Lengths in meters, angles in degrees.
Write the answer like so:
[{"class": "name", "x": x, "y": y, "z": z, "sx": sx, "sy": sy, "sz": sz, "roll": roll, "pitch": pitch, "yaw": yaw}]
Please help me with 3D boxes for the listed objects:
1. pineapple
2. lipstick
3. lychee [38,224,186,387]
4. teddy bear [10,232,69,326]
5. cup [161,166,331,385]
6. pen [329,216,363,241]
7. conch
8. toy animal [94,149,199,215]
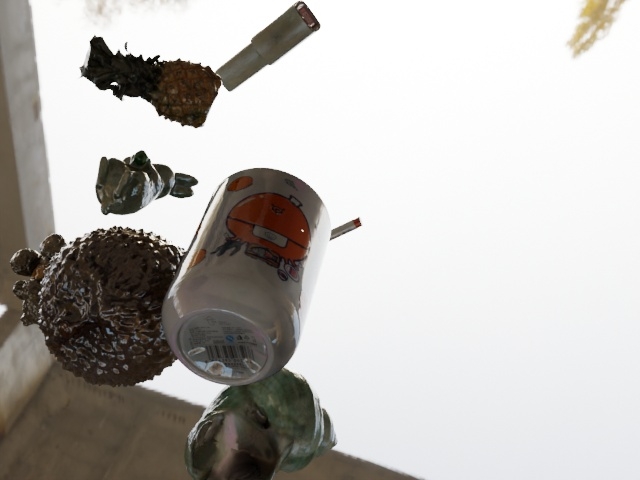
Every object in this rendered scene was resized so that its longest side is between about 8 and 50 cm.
[{"class": "pineapple", "x": -0.311, "y": -0.295, "z": 1.416, "sx": 0.248, "sy": 0.128, "sz": 0.128, "roll": 18, "pitch": -143, "yaw": -17}, {"class": "lipstick", "x": -0.120, "y": -0.422, "z": 1.705, "sx": 0.077, "sy": 0.253, "sz": 0.079, "roll": 52, "pitch": -150, "yaw": -12}, {"class": "lychee", "x": -0.345, "y": 0.109, "z": 1.356, "sx": 0.300, "sy": 0.300, "sz": 0.300, "roll": 6, "pitch": -140, "yaw": -5}, {"class": "teddy bear", "x": -0.590, "y": 0.098, "z": 1.684, "sx": 0.177, "sy": 0.140, "sz": 0.190, "roll": -23, "pitch": -134, "yaw": 27}, {"class": "cup", "x": -0.110, "y": 0.059, "z": 1.184, "sx": 0.212, "sy": 0.212, "sz": 0.317, "roll": 12, "pitch": -143, "yaw": 2}, {"class": "pen", "x": 0.000, "y": 0.000, "z": 1.819, "sx": 0.218, "sy": 0.026, "sz": 0.026, "roll": -25, "pitch": -141, "yaw": 13}, {"class": "conch", "x": -0.089, "y": 0.309, "z": 1.262, "sx": 0.277, "sy": 0.195, "sz": 0.220, "roll": 14, "pitch": -142, "yaw": -33}, {"class": "toy animal", "x": -0.376, "y": -0.124, "z": 1.685, "sx": 0.125, "sy": 0.127, "sz": 0.251, "roll": 60, "pitch": -154, "yaw": 12}]
